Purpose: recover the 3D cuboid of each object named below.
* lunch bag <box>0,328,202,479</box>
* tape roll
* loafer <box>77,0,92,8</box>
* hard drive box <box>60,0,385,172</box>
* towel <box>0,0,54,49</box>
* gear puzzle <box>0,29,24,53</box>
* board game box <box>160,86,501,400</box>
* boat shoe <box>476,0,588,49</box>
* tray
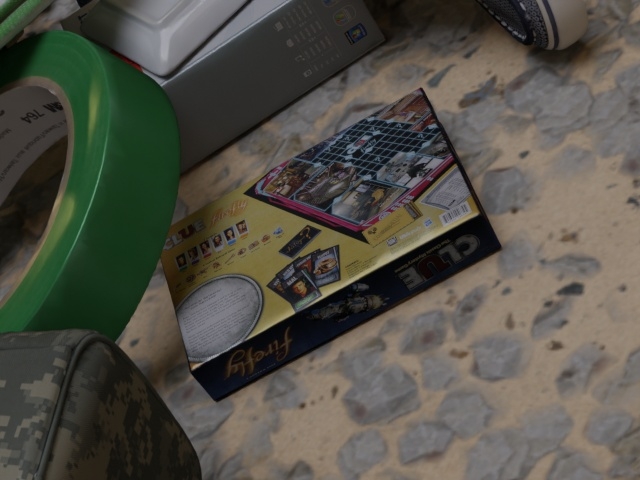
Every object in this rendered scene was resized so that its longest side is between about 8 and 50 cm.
[{"bbox_3d":[-0.247,0.217,1.283,0.256,0.212,0.305,-4,51,23],"label":"lunch bag"},{"bbox_3d":[-0.242,-0.007,1.522,0.321,0.077,0.321,-29,47,36],"label":"tape roll"},{"bbox_3d":[-0.224,-0.296,1.879,0.062,0.061,0.170,-25,41,13],"label":"loafer"},{"bbox_3d":[-0.087,-0.180,1.657,0.232,0.089,0.181,-34,40,1],"label":"hard drive box"},{"bbox_3d":[-0.308,-0.166,1.664,0.248,0.038,0.325,-48,14,-20],"label":"towel"},{"bbox_3d":[-0.371,-0.156,1.864,0.175,0.044,0.339,14,57,43],"label":"gear puzzle"},{"bbox_3d":[0.000,0.000,1.461,0.243,0.042,0.165,-28,41,8],"label":"board game box"},{"bbox_3d":[0.055,-0.249,1.532,0.158,0.127,0.340,-34,65,-9],"label":"boat shoe"},{"bbox_3d":[-0.081,-0.257,1.635,0.270,0.030,0.145,-45,40,-13],"label":"tray"}]
